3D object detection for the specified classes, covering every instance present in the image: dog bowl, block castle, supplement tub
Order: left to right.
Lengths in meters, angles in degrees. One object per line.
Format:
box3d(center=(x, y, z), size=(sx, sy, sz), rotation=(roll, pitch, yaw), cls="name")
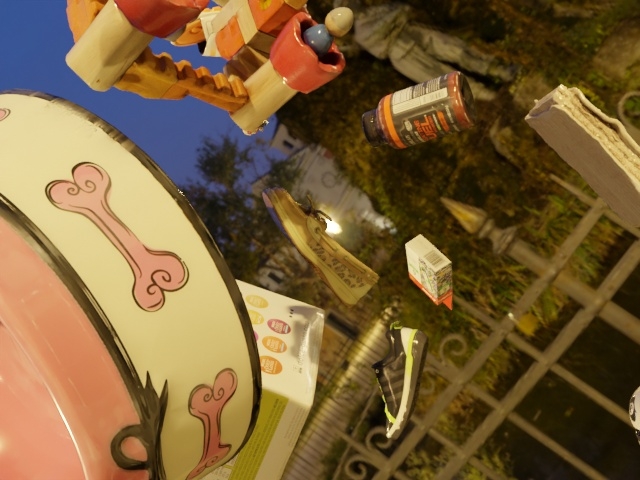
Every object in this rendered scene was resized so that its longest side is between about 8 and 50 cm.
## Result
box3d(center=(-0.257, 0.087, 0.550), size=(0.150, 0.408, 0.408), rotation=(-40, -16, -47), cls="dog bowl")
box3d(center=(-0.151, -0.377, 0.738), size=(0.212, 0.454, 0.303), rotation=(-33, -25, 33), cls="block castle")
box3d(center=(0.178, -0.231, 1.147), size=(0.197, 0.106, 0.106), rotation=(-14, 18, 29), cls="supplement tub")

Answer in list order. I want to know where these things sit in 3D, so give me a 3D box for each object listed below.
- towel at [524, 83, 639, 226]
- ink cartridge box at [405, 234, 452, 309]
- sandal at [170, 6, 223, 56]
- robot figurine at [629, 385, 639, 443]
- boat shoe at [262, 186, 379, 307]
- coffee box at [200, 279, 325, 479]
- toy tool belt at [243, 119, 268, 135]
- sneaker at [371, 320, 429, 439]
box3d(center=(0.450, -0.128, 0.986), size=(0.049, 0.282, 0.187), rotation=(-44, -1, 5), cls="towel")
box3d(center=(0.149, 0.051, 0.846), size=(0.029, 0.063, 0.115), rotation=(-32, -39, -14), cls="ink cartridge box")
box3d(center=(-0.150, -0.395, 1.182), size=(0.265, 0.076, 0.102), rotation=(-15, -5, -11), cls="sandal")
box3d(center=(0.679, 0.379, 1.129), size=(0.173, 0.278, 0.209), rotation=(-23, -4, -7), cls="robot figurine")
box3d(center=(0.000, 0.000, 1.141), size=(0.089, 0.285, 0.104), rotation=(-40, 29, -2), cls="boat shoe")
box3d(center=(-0.211, 0.304, 1.260), size=(0.338, 0.334, 0.338), rotation=(-80, 10, -67), cls="coffee box")
box3d(center=(-0.115, -0.230, 1.149), size=(0.051, 0.083, 0.052), rotation=(12, -30, -45), cls="toy tool belt")
box3d(center=(0.148, 0.273, 1.234), size=(0.084, 0.097, 0.235), rotation=(-9, -68, -69), cls="sneaker")
